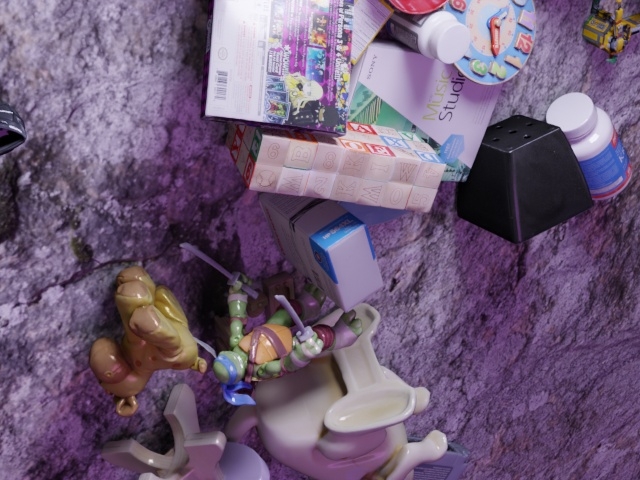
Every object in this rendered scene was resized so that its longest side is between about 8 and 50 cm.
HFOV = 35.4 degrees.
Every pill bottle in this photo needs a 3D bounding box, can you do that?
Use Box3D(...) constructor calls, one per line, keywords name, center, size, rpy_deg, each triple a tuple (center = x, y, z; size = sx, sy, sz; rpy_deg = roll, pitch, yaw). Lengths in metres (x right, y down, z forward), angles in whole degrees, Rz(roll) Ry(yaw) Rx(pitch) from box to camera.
Box3D(name="pill bottle", center=(0.520, -0.185, 1.957), size=(0.124, 0.124, 0.221), rpy_deg=(-46, 136, -1))
Box3D(name="pill bottle", center=(0.170, -0.334, 1.589), size=(0.078, 0.137, 0.078), rpy_deg=(-19, 129, -25))

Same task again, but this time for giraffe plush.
Box3D(name="giraffe plush", center=(-0.293, 0.173, 1.588), size=(0.170, 0.181, 0.210), rpy_deg=(-36, 118, 6))

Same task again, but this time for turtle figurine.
Box3D(name="turtle figurine", center=(-0.055, 0.118, 1.619), size=(0.266, 0.198, 0.274), rpy_deg=(-15, 101, -50))

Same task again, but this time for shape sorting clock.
Box3D(name="shape sorting clock", center=(0.285, -0.364, 1.678), size=(0.206, 0.040, 0.206), rpy_deg=(-6, 101, -35))

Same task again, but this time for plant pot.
Box3D(name="plant pot", center=(0.365, -0.126, 1.857), size=(0.188, 0.187, 0.167), rpy_deg=(-26, 118, -20))

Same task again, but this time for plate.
Box3D(name="plate", center=(0.106, -0.077, 1.755), size=(0.188, 0.024, 0.188), rpy_deg=(-15, 156, -7))

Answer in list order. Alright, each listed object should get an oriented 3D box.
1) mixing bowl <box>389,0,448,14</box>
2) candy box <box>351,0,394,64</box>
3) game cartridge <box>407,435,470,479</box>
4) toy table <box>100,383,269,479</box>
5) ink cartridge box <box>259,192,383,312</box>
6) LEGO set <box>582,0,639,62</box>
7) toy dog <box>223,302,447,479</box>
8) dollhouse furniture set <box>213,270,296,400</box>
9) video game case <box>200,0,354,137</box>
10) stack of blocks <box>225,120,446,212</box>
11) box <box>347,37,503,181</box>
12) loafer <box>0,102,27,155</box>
Box3D(name="mixing bowl", center=(0.138, -0.445, 1.516), size=(0.181, 0.098, 0.181), rpy_deg=(-20, 130, -25))
Box3D(name="candy box", center=(0.009, -0.364, 1.504), size=(0.206, 0.027, 0.105), rpy_deg=(34, 99, -34))
Box3D(name="game cartridge", center=(0.195, 0.538, 2.270), size=(0.297, 0.062, 0.198), rpy_deg=(18, 112, -42))
Box3D(name="toy table", center=(-0.242, 0.395, 1.736), size=(0.274, 0.252, 0.161), rpy_deg=(-20, 127, 20))
Box3D(name="ink cartridge box", center=(0.000, 0.000, 1.650), size=(0.086, 0.203, 0.148), rpy_deg=(-34, 134, -16))
Box3D(name="LEGO set", center=(0.626, -0.467, 1.792), size=(0.255, 0.192, 0.331), rpy_deg=(-12, 126, -30))
Box3D(name="toy dog", center=(0.051, 0.396, 1.912), size=(0.395, 0.284, 0.408), rpy_deg=(-29, 134, -7))
Box3D(name="dollhouse furniture set", center=(-0.090, 0.165, 1.752), size=(0.151, 0.123, 0.144), rpy_deg=(-21, 130, -23))
Box3D(name="video game case", center=(-0.058, -0.272, 1.419), size=(0.210, 0.042, 0.232), rpy_deg=(5, 85, -20))
Box3D(name="stack of blocks", center=(0.020, -0.134, 1.543), size=(0.297, 0.171, 0.087), rpy_deg=(7, 116, -21))
Box3D(name="box", center=(0.158, -0.217, 1.717), size=(0.322, 0.058, 0.232), rpy_deg=(0, 119, -34))
Box3D(name="loafer", center=(-0.491, -0.127, 1.289), size=(0.223, 0.078, 0.076), rpy_deg=(-17, 127, -27))
